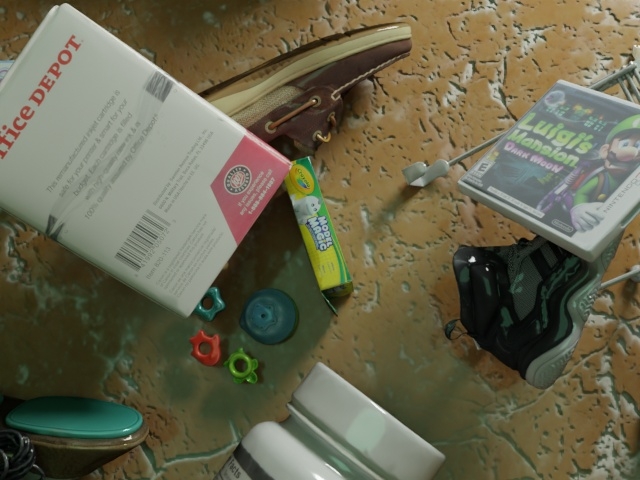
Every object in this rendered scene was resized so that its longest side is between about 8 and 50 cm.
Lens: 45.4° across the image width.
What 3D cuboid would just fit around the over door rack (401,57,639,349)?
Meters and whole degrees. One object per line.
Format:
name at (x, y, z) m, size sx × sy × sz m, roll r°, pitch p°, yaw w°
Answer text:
over door rack at (0.291, -0.044, 0.914) m, size 0.324 × 0.108 × 0.240 m, roll -25°, pitch 78°, yaw 12°

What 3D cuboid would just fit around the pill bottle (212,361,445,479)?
pill bottle at (-0.041, 0.322, 0.797) m, size 0.204 × 0.204 × 0.361 m, roll 36°, pitch 83°, yaw 9°

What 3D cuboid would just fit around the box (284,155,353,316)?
box at (0.000, 0.000, 0.910) m, size 0.043 × 0.105 × 0.179 m, roll -17°, pitch 79°, yaw 0°

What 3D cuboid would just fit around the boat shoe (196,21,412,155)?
boat shoe at (-0.034, -0.164, 0.953) m, size 0.342 × 0.123 × 0.123 m, roll -26°, pitch 109°, yaw -5°

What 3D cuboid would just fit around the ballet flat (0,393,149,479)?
ballet flat at (-0.366, 0.237, 0.889) m, size 0.342 × 0.116 × 0.124 m, roll 8°, pitch 99°, yaw 5°

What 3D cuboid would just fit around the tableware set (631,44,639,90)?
tableware set at (0.484, -0.232, 0.974) m, size 0.168 × 0.020 × 0.141 m, roll 24°, pitch 81°, yaw 8°

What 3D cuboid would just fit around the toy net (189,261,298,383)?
toy net at (-0.147, 0.071, 0.938) m, size 0.232 × 0.045 × 0.122 m, roll 32°, pitch 91°, yaw 11°

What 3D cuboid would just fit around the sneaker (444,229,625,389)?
sneaker at (0.229, 0.010, 0.819) m, size 0.153 × 0.101 × 0.269 m, roll 23°, pitch 89°, yaw 20°

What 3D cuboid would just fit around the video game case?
video game case at (0.261, -0.081, 0.791) m, size 0.173 × 0.022 × 0.190 m, roll -44°, pitch 40°, yaw -6°

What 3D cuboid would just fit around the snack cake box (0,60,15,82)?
snack cake box at (-0.427, -0.152, 0.938) m, size 0.264 × 0.152 × 0.089 m, roll 1°, pitch 79°, yaw 3°

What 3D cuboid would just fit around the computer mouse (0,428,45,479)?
computer mouse at (-0.338, 0.353, 0.829) m, size 0.188 × 0.072 × 0.272 m, roll -26°, pitch 99°, yaw 19°

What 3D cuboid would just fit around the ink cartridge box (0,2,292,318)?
ink cartridge box at (-0.207, -0.083, 0.820) m, size 0.283 × 0.117 × 0.207 m, roll 35°, pitch 91°, yaw -18°
